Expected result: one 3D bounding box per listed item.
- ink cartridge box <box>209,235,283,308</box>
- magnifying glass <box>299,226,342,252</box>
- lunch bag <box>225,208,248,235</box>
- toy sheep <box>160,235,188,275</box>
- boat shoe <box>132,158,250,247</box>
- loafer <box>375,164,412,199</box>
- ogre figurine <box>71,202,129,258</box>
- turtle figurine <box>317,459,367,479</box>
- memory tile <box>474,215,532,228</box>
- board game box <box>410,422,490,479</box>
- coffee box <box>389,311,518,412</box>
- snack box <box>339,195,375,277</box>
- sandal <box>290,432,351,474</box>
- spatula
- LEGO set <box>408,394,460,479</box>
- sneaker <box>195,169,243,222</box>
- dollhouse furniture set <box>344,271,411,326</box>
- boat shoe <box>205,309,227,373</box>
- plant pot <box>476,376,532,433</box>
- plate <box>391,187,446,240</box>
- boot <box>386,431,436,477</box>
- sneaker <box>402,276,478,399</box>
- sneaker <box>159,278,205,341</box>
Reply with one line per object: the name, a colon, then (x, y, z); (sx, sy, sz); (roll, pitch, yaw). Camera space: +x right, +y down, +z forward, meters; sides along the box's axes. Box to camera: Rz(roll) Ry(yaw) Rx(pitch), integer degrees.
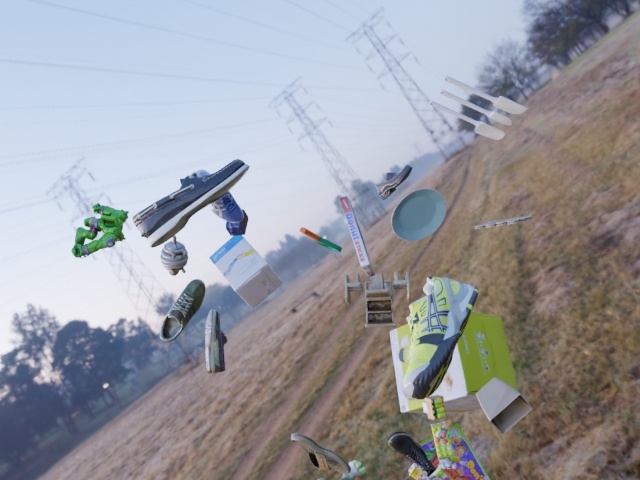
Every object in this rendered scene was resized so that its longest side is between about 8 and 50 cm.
ink cartridge box: (-0.304, 0.122, 2.313); (0.168, 0.232, 0.171); (-41, -37, -6)
magnifying glass: (0.000, 0.000, 2.117); (0.231, 0.092, 0.026); (32, -101, -49)
lunch bag: (-0.307, -0.061, 2.046); (0.065, 0.099, 0.067); (-3, -36, 16)
toy sheep: (-0.433, 0.046, 1.677); (0.091, 0.091, 0.132); (-33, -38, -58)
boat shoe: (-0.306, -0.109, 1.332); (0.302, 0.091, 0.114); (-38, -1, -9)
loafer: (0.246, -0.207, 1.922); (0.062, 0.061, 0.170); (-34, -8, -48)
ogre figurine: (-0.619, -0.032, 1.601); (0.118, 0.097, 0.197); (-2, 26, 9)
turtle figurine: (0.069, 0.720, 1.510); (0.266, 0.197, 0.275); (-35, -43, -42)
memory tile: (0.546, -0.054, 1.688); (0.113, 0.012, 0.148); (-12, 1, -41)
board game box: (0.511, 0.912, 2.152); (0.233, 0.347, 0.078); (-19, -24, -23)
coffee box: (0.527, 0.489, 2.250); (0.338, 0.338, 0.334); (15, -33, -36)
snack box: (0.080, -0.010, 1.233); (0.022, 0.178, 0.064); (-21, -29, 8)
sandal: (-0.005, 0.560, 1.457); (0.072, 0.180, 0.049); (-44, 13, 53)
spatula: (0.433, -0.371, 1.590); (0.168, 0.241, 0.019); (119, 173, -69)
LEGO set: (0.244, 0.490, 1.225); (0.107, 0.132, 0.287); (29, -96, -83)
sneaker: (-0.317, -0.130, 1.776); (0.080, 0.211, 0.081); (-49, 29, -12)
dollhouse furniture set: (0.198, 0.206, 1.916); (0.211, 0.161, 0.242); (-3, -12, 7)
boat shoe: (-0.371, 0.362, 2.025); (0.073, 0.224, 0.080); (5, -13, -26)
plant pot: (0.491, 0.442, 1.543); (0.109, 0.109, 0.096); (-43, 40, 2)
plate: (0.304, -0.082, 1.764); (0.188, 0.188, 0.024); (-35, 36, 3)
boot: (0.333, 0.759, 1.991); (0.077, 0.197, 0.137); (-53, 32, 5)
sneaker: (0.276, 0.240, 1.430); (0.385, 0.147, 0.145); (-49, -25, -45)
sneaker: (-0.377, 0.197, 1.538); (0.192, 0.064, 0.086); (-59, 2, 2)
